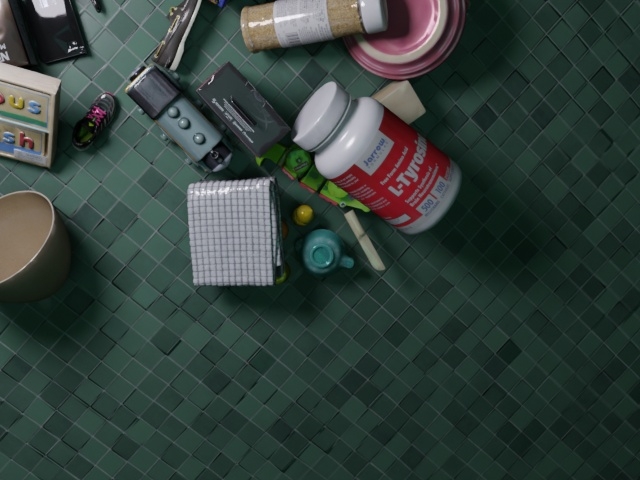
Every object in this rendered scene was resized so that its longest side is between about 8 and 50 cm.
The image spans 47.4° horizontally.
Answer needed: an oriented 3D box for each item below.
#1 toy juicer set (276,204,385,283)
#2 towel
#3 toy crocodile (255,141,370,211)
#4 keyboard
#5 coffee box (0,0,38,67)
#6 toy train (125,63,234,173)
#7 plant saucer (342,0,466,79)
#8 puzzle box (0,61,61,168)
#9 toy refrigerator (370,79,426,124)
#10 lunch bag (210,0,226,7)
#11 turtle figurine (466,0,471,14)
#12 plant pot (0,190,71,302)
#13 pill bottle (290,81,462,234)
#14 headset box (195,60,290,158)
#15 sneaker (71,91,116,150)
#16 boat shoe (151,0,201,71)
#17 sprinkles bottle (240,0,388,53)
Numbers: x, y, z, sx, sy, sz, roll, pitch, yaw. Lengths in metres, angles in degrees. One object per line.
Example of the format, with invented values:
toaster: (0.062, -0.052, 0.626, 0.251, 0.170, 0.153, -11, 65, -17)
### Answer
toy juicer set: (0.000, 0.000, 2.001, 0.328, 0.089, 0.209, -8, 97, 2)
towel: (-0.217, -0.022, 1.916, 0.235, 0.121, 0.284, -2, 101, 7)
toy crocodile: (-0.012, -0.169, 1.951, 0.340, 0.115, 0.105, 30, 102, -12)
keyboard: (-0.641, -0.612, 1.793, 0.201, 0.033, 0.317, -14, 104, 0)
coffee box: (-0.808, -0.543, 1.731, 0.168, 0.119, 0.297, -16, 104, -6)
toy train: (-0.348, -0.301, 1.824, 0.142, 0.190, 0.334, -42, 105, 1)
plant saucer: (0.201, -0.578, 1.853, 0.332, 0.084, 0.332, 3, 104, 15)
puzzle box: (-0.829, -0.325, 1.722, 0.408, 0.052, 0.272, 14, 140, -12)
toy refrigerator: (0.137, -0.314, 1.959, 0.269, 0.094, 0.102, -36, 112, -1)
lunch bag: (-0.260, -0.759, 1.765, 0.221, 0.138, 0.293, 29, 72, -9)
turtle figurine: (0.314, -0.637, 1.911, 0.234, 0.118, 0.175, 13, 92, 1)
plant pot: (-0.736, 0.046, 1.812, 0.284, 0.284, 0.191, -30, 140, -3)
pill bottle: (0.137, -0.207, 1.818, 0.407, 0.229, 0.229, 33, 94, -22)
headset box: (-0.196, -0.323, 1.793, 0.110, 0.293, 0.218, -43, 106, 1)
sneaker: (-0.575, -0.299, 1.844, 0.063, 0.075, 0.170, 35, 93, -14)
boat shoe: (-0.356, -0.544, 1.829, 0.068, 0.081, 0.228, 20, 100, -17)
sprinkles bottle: (-0.015, -0.550, 1.805, 0.355, 0.121, 0.121, -6, 103, 14)
